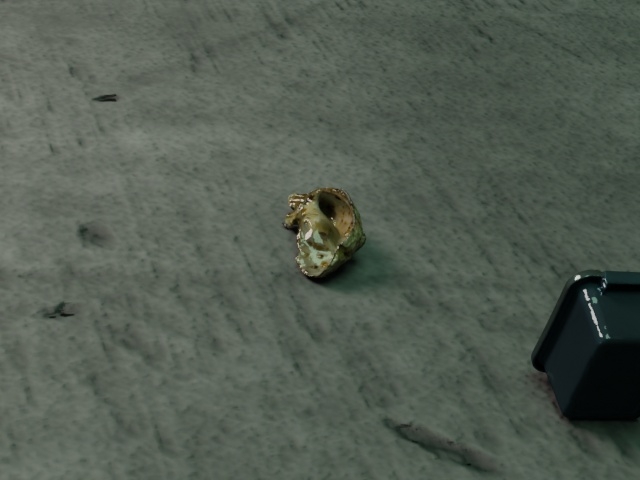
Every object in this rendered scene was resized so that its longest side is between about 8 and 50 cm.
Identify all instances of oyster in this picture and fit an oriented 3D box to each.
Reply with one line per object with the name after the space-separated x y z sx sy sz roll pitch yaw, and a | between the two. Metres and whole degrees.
0.000 0.000 1.102 0.081 0.038 0.083 1 51 35 | oyster

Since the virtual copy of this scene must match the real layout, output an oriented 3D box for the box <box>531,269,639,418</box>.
0.184 0.069 0.970 0.074 0.099 0.054 1 47 -15 | box
